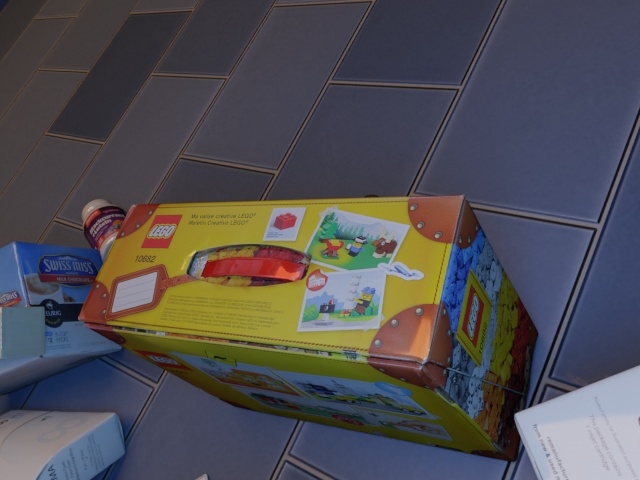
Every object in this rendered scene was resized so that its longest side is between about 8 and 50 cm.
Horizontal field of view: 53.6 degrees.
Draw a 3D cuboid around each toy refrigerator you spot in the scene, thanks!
[{"bbox_3d":[-0.621,0.158,1.094,0.269,0.102,0.094,-5,83,17],"label":"toy refrigerator"}]

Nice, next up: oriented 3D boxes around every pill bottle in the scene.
[{"bbox_3d":[-0.474,-0.017,1.439,0.108,0.108,0.193,-46,47,-3],"label":"pill bottle"}]

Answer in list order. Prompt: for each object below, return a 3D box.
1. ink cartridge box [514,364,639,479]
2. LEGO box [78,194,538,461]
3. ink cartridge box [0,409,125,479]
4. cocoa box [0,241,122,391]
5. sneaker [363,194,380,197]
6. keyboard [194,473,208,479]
[{"bbox_3d":[0.386,0.211,0.659,0.306,0.226,0.131,-27,51,13],"label":"ink cartridge box"},{"bbox_3d":[-0.004,0.120,0.870,0.499,0.372,0.193,1,61,32],"label":"LEGO box"},{"bbox_3d":[-0.578,0.408,1.069,0.307,0.385,0.091,-6,99,29],"label":"ink cartridge box"},{"bbox_3d":[-0.626,0.170,1.282,0.346,0.231,0.228,-22,77,19],"label":"cocoa box"},{"bbox_3d":[0.048,-0.004,1.081,0.086,0.132,0.229,2,62,33],"label":"sneaker"},{"bbox_3d":[-0.283,0.480,1.048,0.256,0.014,0.072,-34,48,9],"label":"keyboard"}]
